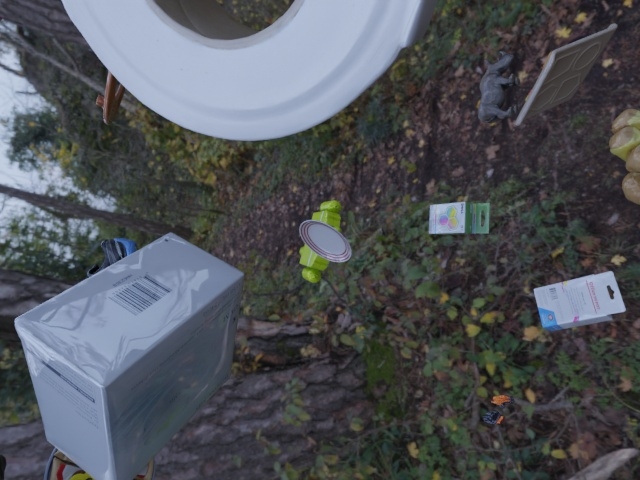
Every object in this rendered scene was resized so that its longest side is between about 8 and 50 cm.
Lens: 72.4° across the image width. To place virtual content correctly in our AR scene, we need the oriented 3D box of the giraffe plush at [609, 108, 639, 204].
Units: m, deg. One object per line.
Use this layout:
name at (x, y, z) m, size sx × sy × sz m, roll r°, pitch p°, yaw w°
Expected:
giraffe plush at (0.649, -0.135, 0.827) m, size 0.170 × 0.210 × 0.181 m, roll 74°, pitch -145°, yaw -50°

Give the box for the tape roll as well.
tape roll at (-0.052, -0.220, 0.310) m, size 0.286 × 0.286 × 0.100 m, roll -65°, pitch -4°, yaw 32°

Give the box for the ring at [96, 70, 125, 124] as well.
ring at (-0.425, -0.415, 0.935) m, size 0.336 × 0.032 × 0.336 m, roll -48°, pitch 34°, yaw 48°

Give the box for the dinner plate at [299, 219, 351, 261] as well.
dinner plate at (0.014, -0.001, 1.042) m, size 0.017 × 0.141 × 0.141 m, roll -54°, pitch 6°, yaw -32°

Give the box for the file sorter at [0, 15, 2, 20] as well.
file sorter at (-0.488, -0.358, 0.517) m, size 0.290 × 0.182 × 0.202 m, roll -46°, pitch 11°, yaw -3°

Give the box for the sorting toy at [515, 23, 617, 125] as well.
sorting toy at (0.539, -0.370, 0.980) m, size 0.038 × 0.208 × 0.193 m, roll 53°, pitch 162°, yaw 25°

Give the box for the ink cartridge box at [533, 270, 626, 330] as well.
ink cartridge box at (0.636, 0.151, 1.072) m, size 0.181 × 0.062 × 0.104 m, roll -23°, pitch 56°, yaw 37°

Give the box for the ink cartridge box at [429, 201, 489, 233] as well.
ink cartridge box at (0.488, -0.077, 1.554) m, size 0.209 × 0.062 × 0.109 m, roll 0°, pitch 86°, yaw 52°

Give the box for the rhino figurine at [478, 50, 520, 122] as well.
rhino figurine at (0.516, -0.450, 1.274) m, size 0.106 × 0.073 × 0.243 m, roll -4°, pitch 71°, yaw 42°

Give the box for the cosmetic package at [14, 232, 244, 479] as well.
cosmetic package at (-0.227, 0.151, 0.572) m, size 0.224 × 0.138 × 0.224 m, roll -42°, pitch -26°, yaw -50°

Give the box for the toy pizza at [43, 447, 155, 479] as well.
toy pizza at (-0.388, 0.420, 0.795) m, size 0.032 × 0.201 × 0.201 m, roll -31°, pitch 47°, yaw 31°

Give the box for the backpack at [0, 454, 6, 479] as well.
backpack at (-0.579, 0.427, 0.592) m, size 0.276 × 0.263 × 0.213 m, roll 22°, pitch 133°, yaw 53°

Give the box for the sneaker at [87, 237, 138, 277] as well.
sneaker at (-0.397, 0.082, 0.823) m, size 0.067 × 0.078 × 0.188 m, roll -125°, pitch 51°, yaw -70°

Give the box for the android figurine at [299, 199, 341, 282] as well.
android figurine at (0.000, 0.000, 1.279) m, size 0.273 × 0.056 × 0.248 m, roll 179°, pitch 107°, yaw -74°

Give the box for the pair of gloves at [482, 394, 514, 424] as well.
pair of gloves at (0.427, 0.406, 1.049) m, size 0.083 × 0.010 × 0.074 m, roll -48°, pitch 2°, yaw -24°
